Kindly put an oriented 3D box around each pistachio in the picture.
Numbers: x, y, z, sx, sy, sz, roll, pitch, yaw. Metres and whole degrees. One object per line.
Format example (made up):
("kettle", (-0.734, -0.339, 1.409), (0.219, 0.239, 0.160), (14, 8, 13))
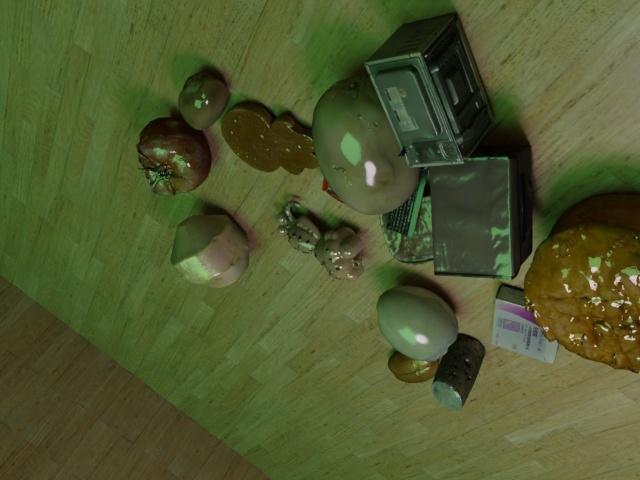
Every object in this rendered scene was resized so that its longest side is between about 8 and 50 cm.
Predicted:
("pistachio", (-0.294, -0.344, 1.889), (0.185, 0.126, 0.108), (126, 132, -57))

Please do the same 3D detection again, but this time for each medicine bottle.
("medicine bottle", (0.518, 0.210, 1.892), (0.171, 0.052, 0.201), (18, 142, 22))

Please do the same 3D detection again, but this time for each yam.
("yam", (0.370, 0.358, 2.054), (0.107, 0.194, 0.107), (19, 141, 16))

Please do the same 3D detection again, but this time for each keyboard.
("keyboard", (0.200, -0.107, 1.746), (0.074, 0.015, 0.197), (24, 115, 30))

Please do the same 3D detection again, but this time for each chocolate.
("chocolate", (0.272, -0.036, 1.779), (0.254, 0.080, 0.157), (-12, 99, 38))

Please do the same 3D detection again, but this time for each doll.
("doll", (-0.001, 0.001, 2.036), (0.278, 0.119, 0.154), (34, 144, 19))

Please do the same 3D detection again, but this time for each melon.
("melon", (0.099, -0.203, 1.621), (0.223, 0.223, 0.317), (8, 136, 33))

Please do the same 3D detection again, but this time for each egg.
("egg", (0.247, 0.208, 1.995), (0.217, 0.183, 0.183), (41, 144, -7))

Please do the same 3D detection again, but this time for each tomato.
("tomato", (-0.373, -0.221, 2.026), (0.155, 0.181, 0.214), (6, 139, 27))

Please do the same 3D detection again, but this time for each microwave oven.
("microwave oven", (0.216, -0.284, 1.469), (0.145, 0.194, 0.241), (-2, 127, 38))

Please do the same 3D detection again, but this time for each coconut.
("coconut", (-0.326, 0.028, 2.226), (0.197, 0.237, 0.237), (-19, 118, 42))

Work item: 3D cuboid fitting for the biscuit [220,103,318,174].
("biscuit", (-0.123, -0.252, 1.898), (0.288, 0.044, 0.202), (10, 137, 29))

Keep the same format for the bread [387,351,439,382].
("bread", (0.271, 0.377, 2.257), (0.114, 0.077, 0.189), (45, 141, -19))

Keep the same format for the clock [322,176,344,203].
("clock", (0.069, -0.155, 1.841), (0.113, 0.061, 0.155), (28, 146, 11))

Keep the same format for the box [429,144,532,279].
("box", (0.337, -0.065, 1.576), (0.188, 0.153, 0.252), (2, 107, 34))

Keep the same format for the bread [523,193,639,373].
("bread", (0.611, 0.095, 1.555), (0.398, 0.215, 0.398), (22, 143, 18))
